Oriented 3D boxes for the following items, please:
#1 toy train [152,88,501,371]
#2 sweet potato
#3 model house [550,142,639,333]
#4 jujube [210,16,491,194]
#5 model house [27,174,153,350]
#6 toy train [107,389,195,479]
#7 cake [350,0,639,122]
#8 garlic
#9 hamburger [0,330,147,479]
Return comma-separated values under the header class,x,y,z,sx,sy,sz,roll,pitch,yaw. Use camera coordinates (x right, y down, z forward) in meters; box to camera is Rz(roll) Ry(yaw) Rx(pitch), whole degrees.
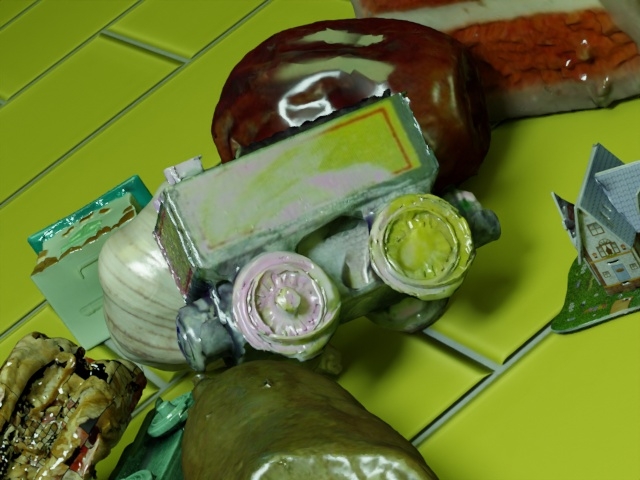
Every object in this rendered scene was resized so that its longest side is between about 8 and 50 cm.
class,x,y,z,sx,sy,sz,roll,pitch,yaw
toy train,0.000,0.000,1.466,0.260,0.177,0.134,-22,-11,-14
sweet potato,-0.012,0.166,1.290,0.158,0.158,0.370,-34,18,-2
model house,0.230,-0.015,1.386,0.167,0.088,0.117,-16,29,32
jujube,0.025,-0.104,1.686,0.243,0.183,0.183,-10,32,23
model house,-0.203,0.012,1.845,0.127,0.100,0.149,-30,23,6
toy train,-0.134,0.197,1.444,0.132,0.083,0.200,-33,15,28
cake,0.191,-0.260,1.706,0.309,0.237,0.230,-7,35,47
garlic,-0.059,0.048,1.589,0.226,0.199,0.199,33,64,28
hamburger,-0.226,0.174,1.479,0.231,0.106,0.231,-60,4,7
